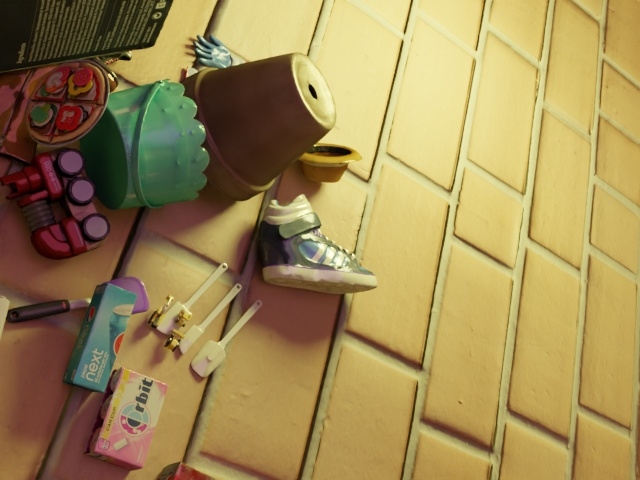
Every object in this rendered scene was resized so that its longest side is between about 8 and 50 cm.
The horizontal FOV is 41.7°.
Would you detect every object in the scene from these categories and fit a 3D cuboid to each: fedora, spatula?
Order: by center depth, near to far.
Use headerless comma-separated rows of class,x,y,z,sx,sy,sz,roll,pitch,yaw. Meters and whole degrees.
spatula,-0.499,0.131,1.731,0.296,0.030,0.084,-8,76,-37
spatula,-0.245,0.175,1.910,0.168,0.019,0.242,46,52,-6
fedora,0.013,-0.198,2.178,0.194,0.194,0.079,-11,117,-38

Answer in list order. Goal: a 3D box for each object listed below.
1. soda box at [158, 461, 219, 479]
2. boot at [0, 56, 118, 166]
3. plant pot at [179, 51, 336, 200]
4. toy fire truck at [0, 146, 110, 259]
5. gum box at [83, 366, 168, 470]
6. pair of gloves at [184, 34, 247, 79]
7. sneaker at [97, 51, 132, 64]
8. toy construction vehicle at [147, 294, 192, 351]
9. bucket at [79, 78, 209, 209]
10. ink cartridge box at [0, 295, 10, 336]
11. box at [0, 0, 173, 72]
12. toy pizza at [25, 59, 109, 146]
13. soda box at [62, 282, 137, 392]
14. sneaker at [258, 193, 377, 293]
soda box,-0.214,0.554,1.741,0.263,0.083,0.092,32,58,-22
boot,-0.584,-0.288,1.791,0.264,0.096,0.280,23,62,-31
plant pot,-0.126,-0.286,1.936,0.323,0.280,0.323,45,33,-41
toy fire truck,-0.570,-0.057,1.680,0.246,0.158,0.217,-22,94,-27
gum box,-0.390,0.357,1.702,0.107,0.062,0.188,28,58,-25
pair of gloves,-0.264,-0.424,2.123,0.159,0.023,0.198,24,59,-27
sneaker,-0.495,-0.424,1.944,0.119,0.047,0.057,6,76,-27
toy construction vehicle,-0.324,0.178,1.824,0.086,0.035,0.098,38,58,-12
bucket,-0.383,-0.198,1.799,0.183,0.281,0.281,-17,83,-35
ink cartridge box,-0.680,0.197,1.532,0.160,0.092,0.219,21,61,-29
box,-0.608,-0.627,1.712,0.472,0.297,0.480,-20,77,-31
toy pizza,-0.519,-0.283,1.700,0.032,0.201,0.201,45,42,-61
soda box,-0.445,0.196,1.698,0.071,0.067,0.210,26,70,-30
sneaker,-0.001,0.000,2.080,0.323,0.130,0.236,8,72,-28
